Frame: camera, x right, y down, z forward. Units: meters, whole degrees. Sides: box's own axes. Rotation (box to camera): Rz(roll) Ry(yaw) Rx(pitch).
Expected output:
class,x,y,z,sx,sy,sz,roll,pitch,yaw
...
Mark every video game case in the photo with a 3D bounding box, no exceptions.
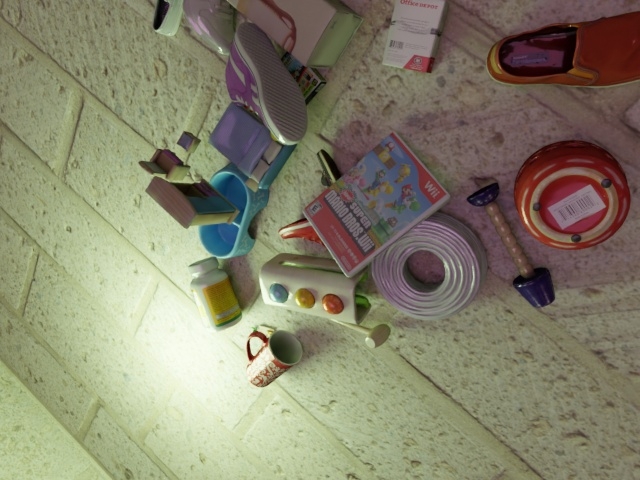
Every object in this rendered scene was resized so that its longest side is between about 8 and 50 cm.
class,x,y,z,sx,sy,sz,roll,pitch,yaw
video game case,0.117,-0.080,0.974,0.285,0.025,0.204,-40,68,14

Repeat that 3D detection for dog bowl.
class,x,y,z,sx,sy,sz,roll,pitch,yaw
dog bowl,-0.253,-0.077,1.208,0.166,0.074,0.297,30,118,15

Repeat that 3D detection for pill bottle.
class,x,y,z,sx,sy,sz,roll,pitch,yaw
pill bottle,-0.320,0.159,1.294,0.118,0.118,0.208,-13,101,29

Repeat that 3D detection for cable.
class,x,y,z,sx,sy,sz,roll,pitch,yaw
cable,0.245,0.058,0.997,0.257,0.089,0.256,-22,96,30

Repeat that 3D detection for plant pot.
class,x,y,z,sx,sy,sz,roll,pitch,yaw
plant pot,0.459,-0.085,0.799,0.191,0.174,0.190,8,108,25

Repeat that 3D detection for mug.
class,x,y,z,sx,sy,sz,roll,pitch,yaw
mug,-0.154,0.344,1.287,0.150,0.113,0.169,53,126,19

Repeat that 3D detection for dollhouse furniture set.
class,x,y,z,sx,sy,sz,roll,pitch,yaw
dollhouse furniture set,-0.263,-0.221,1.024,0.286,0.198,0.303,41,105,11

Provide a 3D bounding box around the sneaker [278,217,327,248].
class,x,y,z,sx,sy,sz,roll,pitch,yaw
sneaker,0.000,0.000,1.103,0.221,0.087,0.127,-13,99,30

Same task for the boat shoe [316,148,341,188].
class,x,y,z,sx,sy,sz,roll,pitch,yaw
boat shoe,0.024,-0.148,1.058,0.049,0.056,0.152,-25,94,25

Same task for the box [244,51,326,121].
class,x,y,z,sx,sy,sz,roll,pitch,yaw
box,-0.093,-0.354,1.059,0.207,0.036,0.114,-41,86,31

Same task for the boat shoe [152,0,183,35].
class,x,y,z,sx,sy,sz,roll,pitch,yaw
boat shoe,-0.389,-0.621,1.101,0.066,0.063,0.184,39,119,10

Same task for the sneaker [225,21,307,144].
class,x,y,z,sx,sy,sz,roll,pitch,yaw
sneaker,-0.128,-0.315,0.965,0.161,0.102,0.281,-36,74,54

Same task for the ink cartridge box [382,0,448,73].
class,x,y,z,sx,sy,sz,roll,pitch,yaw
ink cartridge box,0.194,-0.422,0.883,0.099,0.056,0.135,20,115,19

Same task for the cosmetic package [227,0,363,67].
class,x,y,z,sx,sy,sz,roll,pitch,yaw
cosmetic package,-0.076,-0.516,0.932,0.296,0.153,0.129,43,122,10

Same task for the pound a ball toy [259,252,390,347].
class,x,y,z,sx,sy,sz,roll,pitch,yaw
pound a ball toy,0.007,0.165,1.111,0.320,0.136,0.208,8,117,29

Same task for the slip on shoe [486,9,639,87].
class,x,y,z,sx,sy,sz,roll,pitch,yaw
slip on shoe,0.465,-0.331,0.755,0.332,0.101,0.122,4,107,24

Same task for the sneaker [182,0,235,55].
class,x,y,z,sx,sy,sz,roll,pitch,yaw
sneaker,-0.256,-0.598,1.012,0.152,0.114,0.304,-14,100,31

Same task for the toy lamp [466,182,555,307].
class,x,y,z,sx,sy,sz,roll,pitch,yaw
toy lamp,0.406,0.014,0.910,0.080,0.080,0.274,-31,92,31

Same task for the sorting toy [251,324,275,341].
class,x,y,z,sx,sy,sz,roll,pitch,yaw
sorting toy,-0.178,0.290,1.327,0.083,0.012,0.061,9,111,23
